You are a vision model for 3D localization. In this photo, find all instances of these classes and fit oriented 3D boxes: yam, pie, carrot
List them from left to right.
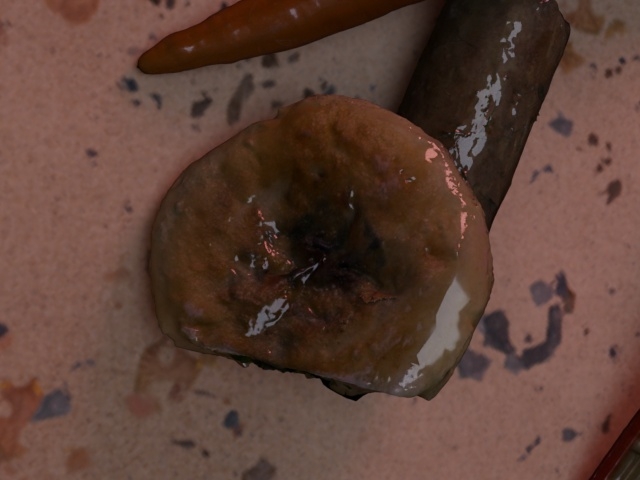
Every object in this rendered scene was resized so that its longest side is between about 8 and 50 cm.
[{"bbox_3d":[0.001,0.001,1.071,0.218,0.052,0.185,8,75,21],"label":"pie"},{"bbox_3d":[0.041,-0.169,1.096,0.336,0.069,0.069,-25,100,0],"label":"carrot"},{"bbox_3d":[0.085,-0.053,1.133,0.093,0.093,0.259,26,82,-19],"label":"yam"}]

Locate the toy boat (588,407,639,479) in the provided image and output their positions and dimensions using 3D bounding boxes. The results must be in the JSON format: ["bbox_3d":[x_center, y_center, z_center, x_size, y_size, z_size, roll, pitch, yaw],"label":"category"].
[{"bbox_3d":[0.255,0.171,1.168,0.079,0.136,0.392,27,97,-50],"label":"toy boat"}]
